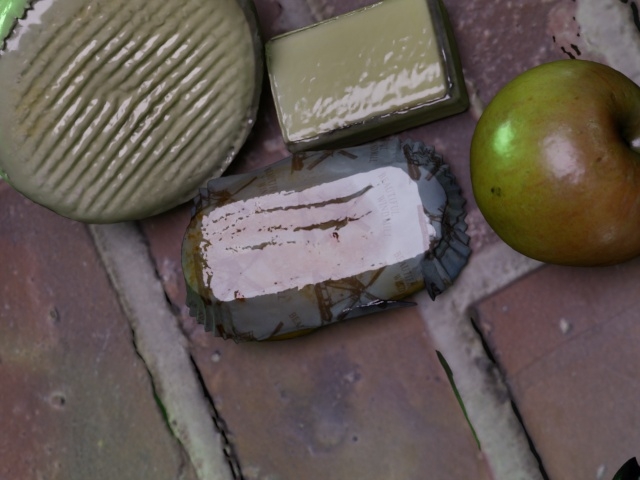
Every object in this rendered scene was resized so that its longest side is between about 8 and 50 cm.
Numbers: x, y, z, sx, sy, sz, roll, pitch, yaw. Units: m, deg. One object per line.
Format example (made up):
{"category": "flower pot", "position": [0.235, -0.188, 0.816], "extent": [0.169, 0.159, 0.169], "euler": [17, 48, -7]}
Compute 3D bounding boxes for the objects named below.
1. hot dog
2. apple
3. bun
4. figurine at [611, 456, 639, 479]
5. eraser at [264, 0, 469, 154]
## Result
{"category": "hot dog", "position": [0.000, 0.000, 1.640], "extent": [0.270, 0.082, 0.162], "euler": [-14, 81, 9]}
{"category": "apple", "position": [0.212, -0.062, 1.532], "extent": [0.155, 0.182, 0.182], "euler": [-31, 65, 43]}
{"category": "bun", "position": [-0.190, -0.157, 1.667], "extent": [0.287, 0.287, 0.146], "euler": [-48, 33, 4]}
{"category": "figurine", "position": [0.273, 0.267, 1.448], "extent": [0.176, 0.133, 0.236], "euler": [41, 90, 26]}
{"category": "eraser", "position": [0.043, -0.152, 1.670], "extent": [0.172, 0.058, 0.117], "euler": [-17, 72, 16]}
